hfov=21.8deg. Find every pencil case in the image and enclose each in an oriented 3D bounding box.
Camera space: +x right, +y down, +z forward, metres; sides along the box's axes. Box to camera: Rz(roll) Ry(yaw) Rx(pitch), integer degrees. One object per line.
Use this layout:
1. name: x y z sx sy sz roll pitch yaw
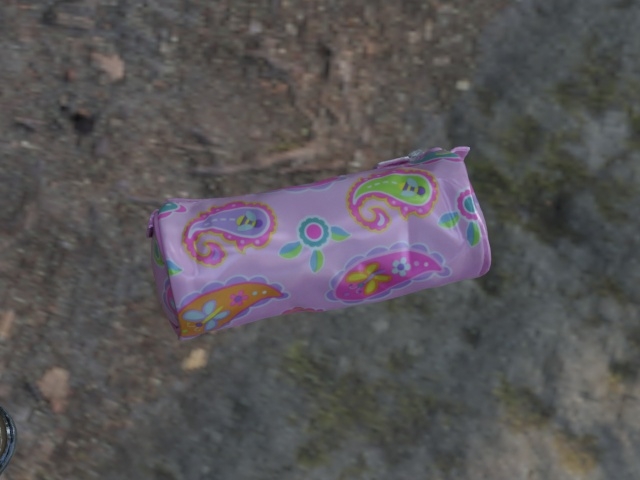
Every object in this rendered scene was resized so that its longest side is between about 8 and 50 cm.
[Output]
1. pencil case: 0.000 0.000 1.391 0.284 0.124 0.124 -12 108 -7

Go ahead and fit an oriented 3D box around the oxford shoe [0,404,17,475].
1. oxford shoe: -0.294 0.144 0.997 0.227 0.096 0.082 -17 74 -13
